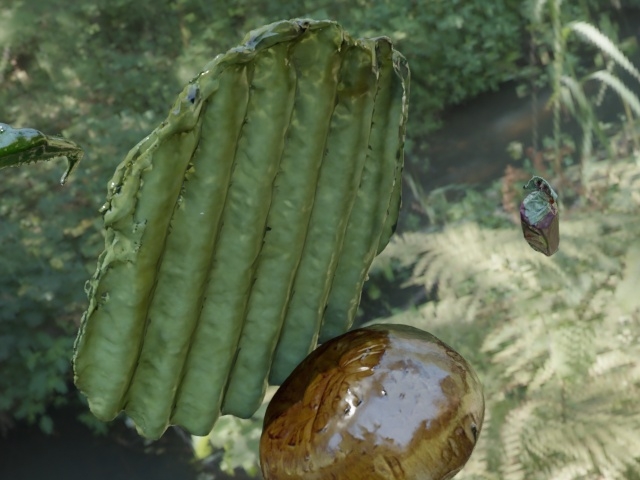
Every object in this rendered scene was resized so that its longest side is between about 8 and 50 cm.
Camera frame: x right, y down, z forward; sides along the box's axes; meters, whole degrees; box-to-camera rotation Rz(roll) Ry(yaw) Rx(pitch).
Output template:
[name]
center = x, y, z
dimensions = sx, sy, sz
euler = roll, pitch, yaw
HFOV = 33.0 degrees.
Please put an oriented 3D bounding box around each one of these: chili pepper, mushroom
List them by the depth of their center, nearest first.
[mushroom]
center = 0.033, 0.156, 0.979
dimensions = 0.231, 0.138, 0.194
euler = -26, 47, 35
[chili pepper]
center = -0.410, -0.088, 1.137
dimensions = 0.359, 0.085, 0.076
euler = -1, 26, -35

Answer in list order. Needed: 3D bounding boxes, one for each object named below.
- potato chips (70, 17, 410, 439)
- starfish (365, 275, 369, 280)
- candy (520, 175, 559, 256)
[potato chips]
center = -0.053, -0.004, 0.980
dimensions = 0.358, 0.429, 0.070
euler = -14, 39, -43
[starfish]
center = 0.006, -0.007, 1.445
dimensions = 0.053, 0.150, 0.210
euler = -48, 19, -26
[candy]
center = 0.242, -0.018, 1.186
dimensions = 0.045, 0.175, 0.043
euler = 32, 77, 26
